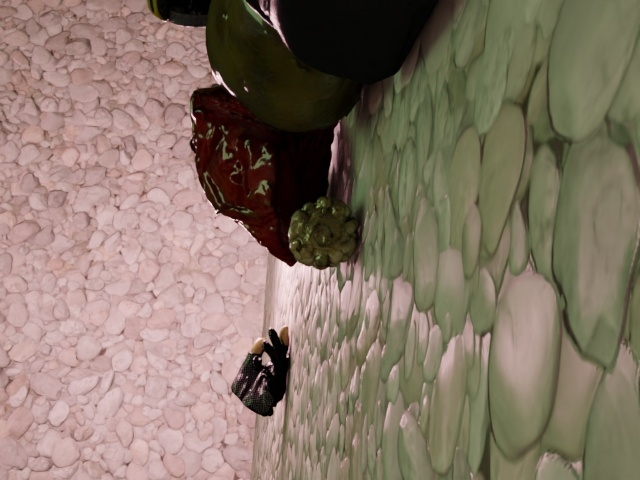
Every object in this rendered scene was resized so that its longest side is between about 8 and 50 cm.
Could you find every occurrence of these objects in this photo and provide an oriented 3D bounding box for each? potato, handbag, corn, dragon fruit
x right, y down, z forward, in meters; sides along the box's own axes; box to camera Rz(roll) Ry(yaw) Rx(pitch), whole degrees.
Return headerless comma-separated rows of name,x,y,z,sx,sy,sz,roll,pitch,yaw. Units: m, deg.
potato,-0.033,-0.236,0.982,0.351,0.202,0.218,-117,30,-75
handbag,0.014,-0.307,0.722,0.275,0.177,0.302,132,143,-79
corn,0.000,0.000,1.049,0.211,0.087,0.087,113,162,-82
dragon fruit,-0.073,-0.130,1.207,0.240,0.302,0.330,-51,2,2

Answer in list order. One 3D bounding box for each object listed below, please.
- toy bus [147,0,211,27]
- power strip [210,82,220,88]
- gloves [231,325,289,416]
toy bus,-0.101,-0.382,1.162,0.151,0.331,0.145,38,128,42
power strip,-0.124,-0.275,1.748,0.139,0.224,0.140,118,157,-73
gloves,-0.104,0.268,1.776,0.181,0.106,0.129,-56,8,0
